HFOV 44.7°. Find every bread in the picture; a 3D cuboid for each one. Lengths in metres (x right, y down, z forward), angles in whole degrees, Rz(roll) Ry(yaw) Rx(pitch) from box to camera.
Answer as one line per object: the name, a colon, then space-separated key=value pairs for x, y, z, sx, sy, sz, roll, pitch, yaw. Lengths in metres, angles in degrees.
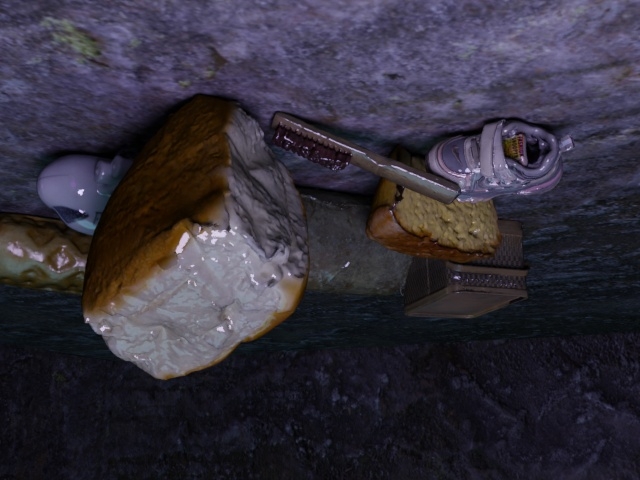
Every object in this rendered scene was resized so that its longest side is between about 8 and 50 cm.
bread: x=-0.473 y=0.024 z=1.373 sx=0.267 sy=0.130 sz=0.152 roll=9 pitch=167 yaw=-26
bread: x=-0.148 y=0.006 z=0.924 sx=0.279 sy=0.250 sz=0.225 roll=-32 pitch=134 yaw=23
bread: x=0.143 y=-0.039 z=1.130 sx=0.134 sy=0.129 sz=0.260 roll=-12 pitch=159 yaw=42

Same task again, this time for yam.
yam: x=0.000 y=0.000 z=1.218 sx=0.304 sy=0.168 sz=0.168 roll=6 pitch=164 yaw=-26

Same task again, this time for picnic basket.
picnic basket: x=0.261 y=0.057 z=1.451 sx=0.165 sy=0.139 sz=0.267 roll=4 pitch=165 yaw=-14

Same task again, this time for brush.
brush: x=0.053 y=-0.092 z=0.959 sx=0.248 sy=0.036 sz=0.043 roll=22 pitch=164 yaw=-6

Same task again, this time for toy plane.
toy plane: x=-0.273 y=-0.054 z=1.102 sx=0.252 sy=0.118 sz=0.252 roll=1 pitch=162 yaw=0

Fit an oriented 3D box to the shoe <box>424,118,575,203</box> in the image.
shoe: x=0.224 y=-0.101 z=0.967 sx=0.180 sy=0.089 sz=0.092 roll=-1 pitch=166 yaw=-4
